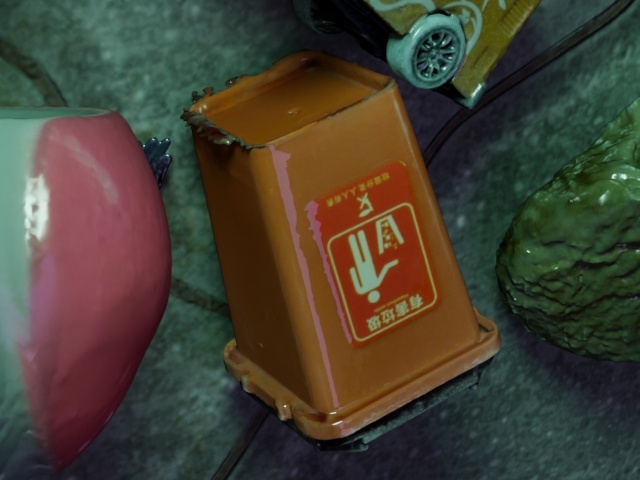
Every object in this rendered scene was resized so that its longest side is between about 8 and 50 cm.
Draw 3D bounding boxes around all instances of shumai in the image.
[{"bbox_3d":[0.263,-0.038,1.338,0.271,0.204,0.222,-20,135,19],"label":"shumai"}]

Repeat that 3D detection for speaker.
[{"bbox_3d":[-0.220,0.016,0.892,0.294,0.294,0.294,-17,124,-27],"label":"speaker"}]

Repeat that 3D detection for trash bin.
[{"bbox_3d":[0.000,0.000,1.141,0.161,0.184,0.239,-26,117,-21],"label":"trash bin"}]

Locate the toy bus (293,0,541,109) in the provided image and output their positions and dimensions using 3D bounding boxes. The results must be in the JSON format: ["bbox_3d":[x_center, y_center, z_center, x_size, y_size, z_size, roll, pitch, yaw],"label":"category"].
[{"bbox_3d":[0.026,-0.221,1.040,0.275,0.138,0.167,35,91,-44],"label":"toy bus"}]

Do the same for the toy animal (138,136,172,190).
[{"bbox_3d":[-0.157,0.031,1.118,0.108,0.062,0.220,-3,117,-54],"label":"toy animal"}]
